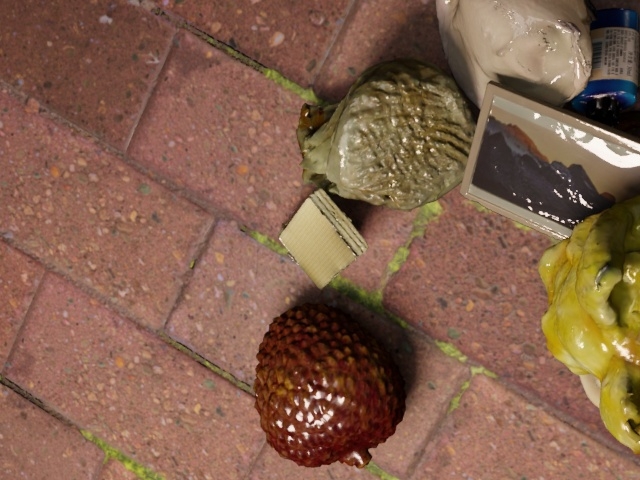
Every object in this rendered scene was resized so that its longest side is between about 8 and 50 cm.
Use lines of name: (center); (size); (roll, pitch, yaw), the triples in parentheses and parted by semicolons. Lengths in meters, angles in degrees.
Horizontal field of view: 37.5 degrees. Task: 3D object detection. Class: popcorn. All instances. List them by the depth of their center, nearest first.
popcorn: (0.403, 0.061, 1.145); (0.325, 0.290, 0.321); (19, 111, -32)

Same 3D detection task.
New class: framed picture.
framed picture: (0.329, -0.090, 1.301); (0.265, 0.018, 0.192); (26, 130, 23)

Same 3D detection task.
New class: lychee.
lychee: (0.007, 0.228, 1.469); (0.236, 0.236, 0.271); (-39, 66, 19)

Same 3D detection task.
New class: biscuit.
biscuit: (0.000, 0.000, 1.460); (0.040, 0.199, 0.121); (-40, 89, -24)

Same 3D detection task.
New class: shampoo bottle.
shampoo bottle: (0.394, -0.236, 1.304); (0.087, 0.050, 0.183); (-2, 62, 25)

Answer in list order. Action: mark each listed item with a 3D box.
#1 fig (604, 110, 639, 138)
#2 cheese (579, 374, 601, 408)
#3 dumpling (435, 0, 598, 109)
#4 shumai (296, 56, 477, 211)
fig: (0.398, -0.080, 1.349); (0.245, 0.149, 0.149); (-40, 87, 31)
cheese: (0.482, 0.137, 1.360); (0.233, 0.127, 0.266); (-17, 96, 19)
dumpling: (0.279, -0.300, 1.336); (0.163, 0.204, 0.293); (-36, 60, -14)
shumai: (0.097, -0.170, 1.415); (0.260, 0.222, 0.225); (-12, 115, -17)
